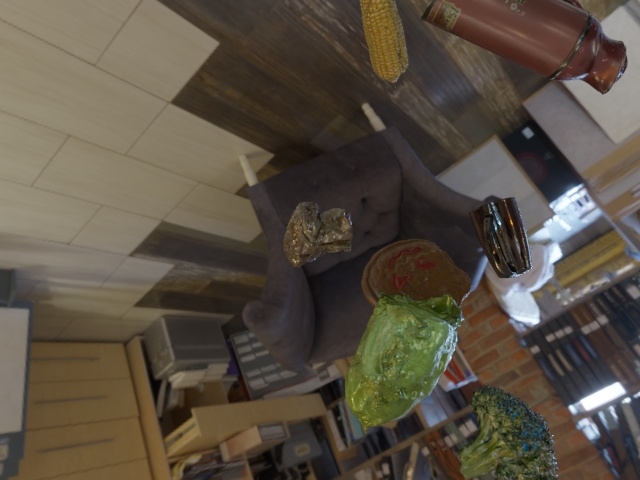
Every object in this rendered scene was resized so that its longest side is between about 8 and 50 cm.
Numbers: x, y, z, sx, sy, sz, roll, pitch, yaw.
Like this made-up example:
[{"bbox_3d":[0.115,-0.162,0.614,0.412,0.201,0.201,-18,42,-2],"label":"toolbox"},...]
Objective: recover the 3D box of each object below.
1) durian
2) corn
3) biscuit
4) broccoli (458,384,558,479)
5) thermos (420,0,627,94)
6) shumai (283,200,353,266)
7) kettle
[{"bbox_3d":[0.167,0.237,1.021,0.339,0.204,0.256,-59,152,-8],"label":"durian"},{"bbox_3d":[0.206,-0.668,1.538,0.130,0.130,0.347,-26,134,0],"label":"corn"},{"bbox_3d":[0.252,0.111,1.260,0.273,0.257,0.049,-32,155,-23],"label":"biscuit"},{"bbox_3d":[0.297,0.333,0.776,0.160,0.167,0.154,-29,-166,11],"label":"broccoli"},{"bbox_3d":[0.340,-0.349,0.773,0.330,0.136,0.109,26,130,1],"label":"thermos"},{"bbox_3d":[-0.001,0.001,1.370,0.184,0.185,0.218,-54,167,-53],"label":"shumai"},{"bbox_3d":[0.552,-0.002,1.429,0.144,0.232,0.202,-23,168,29],"label":"kettle"}]
